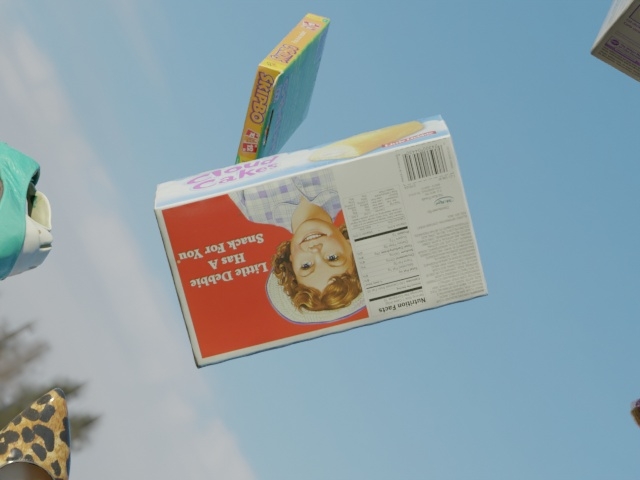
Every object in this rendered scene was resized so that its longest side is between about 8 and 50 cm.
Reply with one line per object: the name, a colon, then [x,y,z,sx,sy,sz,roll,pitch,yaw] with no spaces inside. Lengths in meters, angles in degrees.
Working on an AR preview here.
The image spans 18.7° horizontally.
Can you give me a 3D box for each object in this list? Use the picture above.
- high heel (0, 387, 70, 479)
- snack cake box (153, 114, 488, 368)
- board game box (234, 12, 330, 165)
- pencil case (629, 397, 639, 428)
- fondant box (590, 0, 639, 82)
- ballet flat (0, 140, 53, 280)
high heel: [-0.261,0.262,1.725,0.093,0.261,0.186,25,-7,-22]
snack cake box: [0.000,0.000,1.703,0.089,0.264,0.152,-100,176,-74]
board game box: [-0.042,-0.159,2.128,0.259,0.039,0.124,-64,169,-67]
pencil case: [0.384,0.235,1.437,0.386,0.160,0.167,59,18,8]
fondant box: [0.463,-0.247,2.054,0.238,0.096,0.330,29,-27,-4]
ballet flat: [-0.301,-0.019,1.895,0.087,0.083,0.247,22,26,-18]
